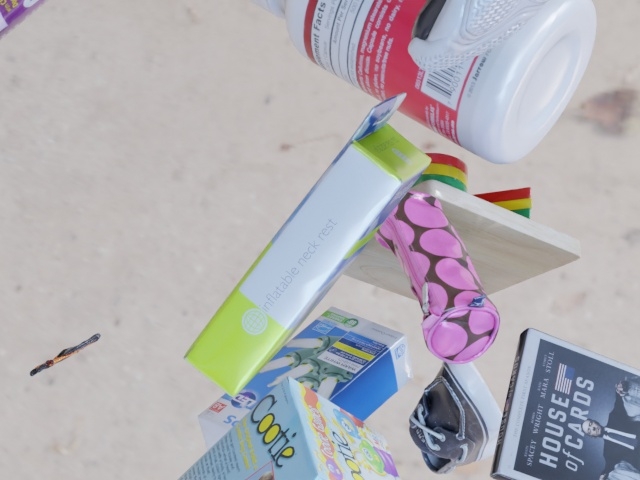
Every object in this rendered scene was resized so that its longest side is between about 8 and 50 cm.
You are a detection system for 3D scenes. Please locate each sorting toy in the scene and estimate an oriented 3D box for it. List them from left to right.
[{"bbox_3d":[0.153,-0.017,2.101,0.257,0.255,0.089,21,60,-33],"label":"sorting toy"}]

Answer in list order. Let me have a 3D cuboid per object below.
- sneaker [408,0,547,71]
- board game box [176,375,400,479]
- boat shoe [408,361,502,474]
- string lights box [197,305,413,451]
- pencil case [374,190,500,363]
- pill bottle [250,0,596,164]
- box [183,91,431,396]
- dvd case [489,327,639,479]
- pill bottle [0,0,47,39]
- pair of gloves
[{"bbox_3d":[0.125,-0.259,1.205,0.101,0.153,0.268,-13,149,-51],"label":"sneaker"},{"bbox_3d":[-0.063,0.289,1.555,0.142,0.144,0.275,35,111,-32],"label":"board game box"},{"bbox_3d":[0.163,0.228,2.084,0.102,0.301,0.108,-28,70,-8],"label":"boat shoe"},{"bbox_3d":[-0.016,0.199,2.090,0.260,0.133,0.076,-38,131,-35],"label":"string lights box"},{"bbox_3d":[0.121,0.033,1.792,0.098,0.209,0.095,11,123,-29],"label":"pencil case"},{"bbox_3d":[0.109,-0.280,1.994,0.229,0.408,0.229,-45,154,-29],"label":"pill bottle"},{"bbox_3d":[0.000,0.000,0.938,0.042,0.109,0.178,39,105,3],"label":"box"},{"bbox_3d":[0.315,0.217,1.819,0.239,0.029,0.179,21,63,-11],"label":"dvd case"},{"bbox_3d":[-0.337,-0.271,1.553,0.301,0.169,0.169,-42,118,-9],"label":"pill bottle"},{"bbox_3d":[-0.288,0.128,1.851,0.074,0.083,0.010,-28,90,-38],"label":"pair of gloves"}]
